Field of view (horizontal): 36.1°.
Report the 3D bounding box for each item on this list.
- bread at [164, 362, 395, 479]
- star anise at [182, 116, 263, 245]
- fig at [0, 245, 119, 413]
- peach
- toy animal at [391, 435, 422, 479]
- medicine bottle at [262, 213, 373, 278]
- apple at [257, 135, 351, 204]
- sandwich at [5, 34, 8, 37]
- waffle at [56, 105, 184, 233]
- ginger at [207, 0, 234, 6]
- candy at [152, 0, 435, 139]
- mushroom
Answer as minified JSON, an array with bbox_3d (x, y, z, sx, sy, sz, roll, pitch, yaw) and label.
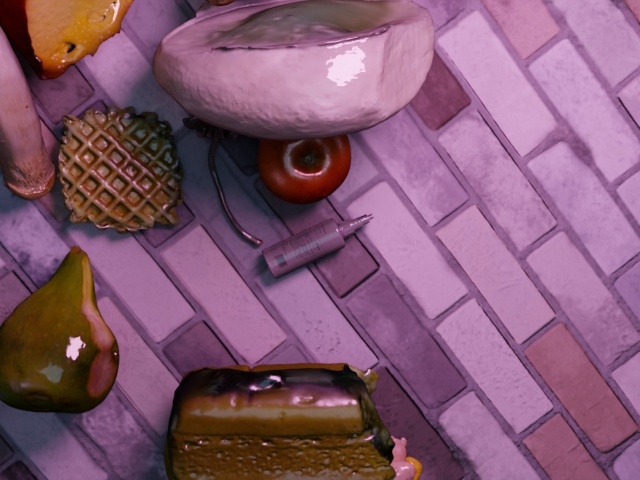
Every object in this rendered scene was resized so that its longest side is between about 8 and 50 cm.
[{"bbox_3d":[-0.073,0.319,1.628,0.376,0.208,0.251,-3,104,-4],"label":"bread"},{"bbox_3d":[-0.151,-0.137,1.667,0.148,0.218,0.227,-26,144,-30],"label":"star anise"},{"bbox_3d":[-0.427,0.144,1.609,0.206,0.206,0.275,6,71,-5],"label":"fig"},{"bbox_3d":[-0.414,-0.440,1.515,0.201,0.257,0.362,29,105,26],"label":"peach"},{"bbox_3d":[0.138,0.403,1.718,0.091,0.082,0.114,-2,96,-6],"label":"toy animal"},{"bbox_3d":[0.000,0.000,1.674,0.199,0.057,0.058,-26,98,-2],"label":"medicine bottle"},{"bbox_3d":[-0.027,-0.138,1.614,0.163,0.139,0.164,0,95,-4],"label":"apple"},{"bbox_3d":[-0.650,-0.247,1.541,0.250,0.162,0.301,12,93,-2],"label":"sandwich"},{"bbox_3d":[-0.332,-0.117,1.634,0.207,0.054,0.214,-1,94,-8],"label":"waffle"},{"bbox_3d":[-0.039,-0.493,1.529,0.375,0.256,0.176,-35,128,2],"label":"ginger"},{"bbox_3d":[-0.046,-0.270,1.503,0.426,0.386,0.186,5,122,12],"label":"candy"},{"bbox_3d":[-0.494,-0.217,1.509,0.095,0.123,0.351,-23,132,-17],"label":"mushroom"}]
